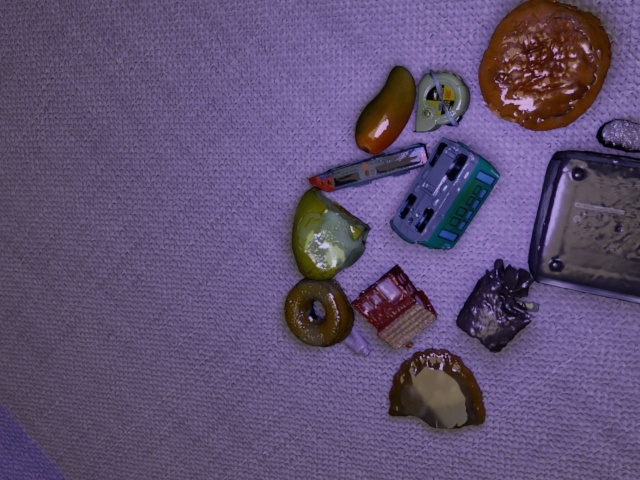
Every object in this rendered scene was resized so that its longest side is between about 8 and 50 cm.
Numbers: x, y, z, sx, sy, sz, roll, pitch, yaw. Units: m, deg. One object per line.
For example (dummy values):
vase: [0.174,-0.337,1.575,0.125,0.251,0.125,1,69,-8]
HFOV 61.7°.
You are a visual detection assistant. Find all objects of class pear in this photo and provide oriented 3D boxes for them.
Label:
pear: [0.000,0.000,1.846,0.286,0.176,0.281,37,108,7]

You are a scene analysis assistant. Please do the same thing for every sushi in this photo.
sushi: [0.911,-0.311,1.599,0.151,0.078,0.090,15,97,13]

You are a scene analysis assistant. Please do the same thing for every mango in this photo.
mango: [0.218,-0.412,1.737,0.146,0.129,0.289,43,106,24]

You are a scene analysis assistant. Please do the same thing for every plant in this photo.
plant: [0.569,0.205,1.698,0.189,0.199,0.276,32,96,10]

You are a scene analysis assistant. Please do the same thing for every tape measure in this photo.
tape measure: [0.386,-0.445,1.703,0.175,0.106,0.199,5,99,28]

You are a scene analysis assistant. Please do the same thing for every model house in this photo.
model house: [0.265,0.235,1.824,0.196,0.160,0.254,-41,90,18]

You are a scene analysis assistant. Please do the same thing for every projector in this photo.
projector: [0.851,-0.047,1.575,0.396,0.242,0.404,12,101,14]

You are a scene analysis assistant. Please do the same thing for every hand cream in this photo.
hand cream: [0.124,0.363,1.944,0.142,0.053,0.084,43,107,20]

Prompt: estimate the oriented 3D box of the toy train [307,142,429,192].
toy train: [0.161,-0.233,1.806,0.410,0.086,0.089,-15,97,17]

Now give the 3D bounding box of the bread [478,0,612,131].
bread: [0.648,-0.501,1.575,0.337,0.204,0.358,25,101,12]

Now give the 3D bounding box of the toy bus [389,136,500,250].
toy bus: [0.399,-0.133,1.698,0.200,0.183,0.343,19,110,-33]

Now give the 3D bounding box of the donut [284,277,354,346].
donut: [-0.014,0.258,1.918,0.272,0.107,0.271,1,93,19]

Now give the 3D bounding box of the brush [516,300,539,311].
brush: [0.636,0.215,1.788,0.179,0.030,0.033,5,91,14]

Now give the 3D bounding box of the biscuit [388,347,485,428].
biscuit: [0.394,0.554,1.887,0.335,0.078,0.329,-37,85,15]
